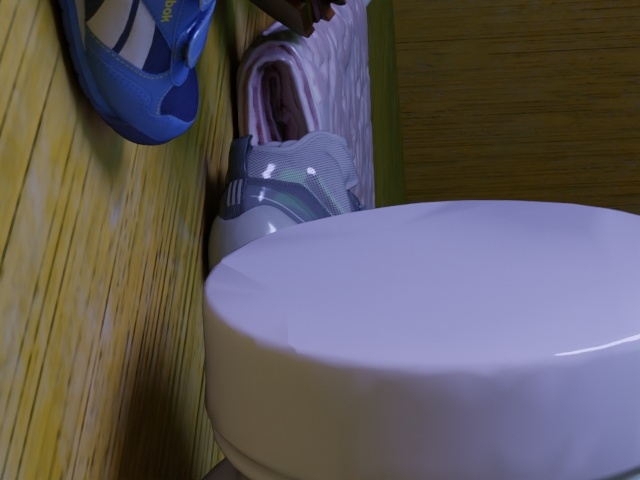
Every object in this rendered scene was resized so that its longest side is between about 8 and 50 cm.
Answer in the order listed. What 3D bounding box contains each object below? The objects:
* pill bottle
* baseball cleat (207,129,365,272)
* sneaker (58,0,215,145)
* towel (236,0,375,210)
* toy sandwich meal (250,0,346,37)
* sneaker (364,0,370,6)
[{"bbox_3d":[0.058,0.202,0.528,0.229,0.229,0.408,-75,162,-72],"label":"pill bottle"},{"bbox_3d":[0.017,0.010,0.714,0.206,0.072,0.109,40,50,-55],"label":"baseball cleat"},{"bbox_3d":[-0.048,-0.083,0.425,0.144,0.059,0.053,82,6,-51],"label":"sneaker"},{"bbox_3d":[0.000,0.000,0.918,0.332,0.053,0.317,-72,160,-73],"label":"towel"},{"bbox_3d":[-0.024,-0.132,0.697,0.029,0.085,0.085,-57,174,1],"label":"toy sandwich meal"},{"bbox_3d":[0.024,-0.286,1.043,0.091,0.094,0.258,-91,177,-61],"label":"sneaker"}]
